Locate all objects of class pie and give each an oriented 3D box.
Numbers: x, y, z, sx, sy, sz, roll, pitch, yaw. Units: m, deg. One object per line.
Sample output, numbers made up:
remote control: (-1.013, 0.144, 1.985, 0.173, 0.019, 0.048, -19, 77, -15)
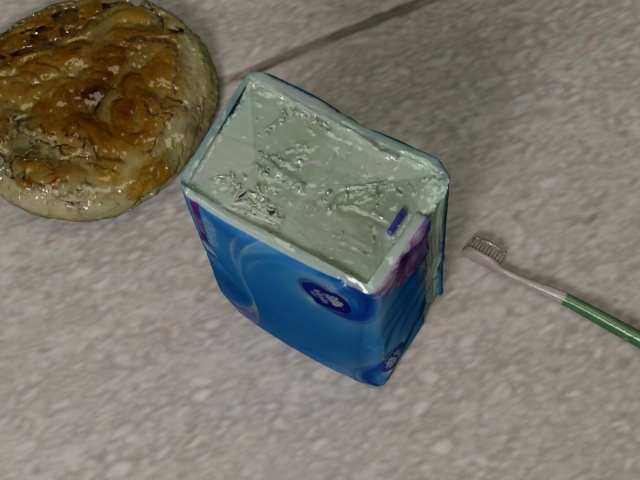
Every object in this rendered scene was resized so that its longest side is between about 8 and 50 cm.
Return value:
pie: (-0.235, -0.141, 1.366, 0.274, 0.055, 0.274, 0, 62, 0)

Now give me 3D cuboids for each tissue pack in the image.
tissue pack: (0.000, 0.000, 1.181, 0.198, 0.263, 0.146, 29, 71, 14)

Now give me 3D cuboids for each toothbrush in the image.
toothbrush: (0.250, 0.065, 1.276, 0.257, 0.018, 0.024, 31, 65, 15)
